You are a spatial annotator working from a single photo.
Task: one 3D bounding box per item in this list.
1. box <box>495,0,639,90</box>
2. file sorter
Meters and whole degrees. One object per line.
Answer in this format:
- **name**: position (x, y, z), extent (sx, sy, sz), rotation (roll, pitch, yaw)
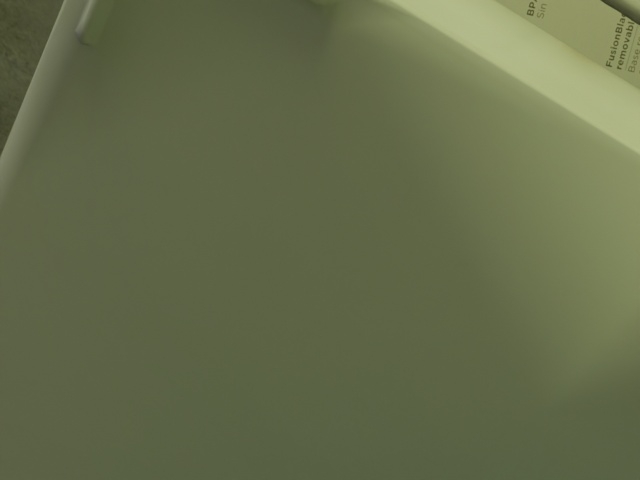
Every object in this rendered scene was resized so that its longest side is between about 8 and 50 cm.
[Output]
- **box**: position (0.068, -0.131, 0.604), extent (0.087, 0.290, 0.169), rotation (-142, 64, -67)
- **file sorter**: position (0.026, 0.024, 0.485), extent (0.278, 0.193, 0.173), rotation (-59, -1, 42)
